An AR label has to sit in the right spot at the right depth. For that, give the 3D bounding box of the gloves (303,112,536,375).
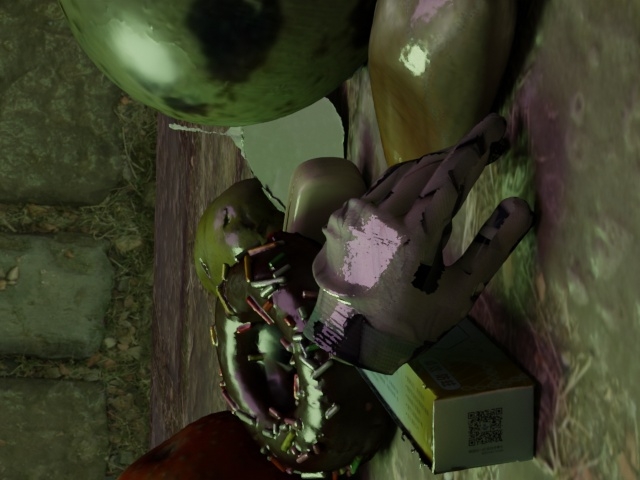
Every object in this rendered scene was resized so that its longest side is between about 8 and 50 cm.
[{"bbox_3d":[0.073,-0.006,1.056,0.127,0.111,0.212,36,104,59],"label":"gloves"}]

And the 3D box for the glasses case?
[{"bbox_3d":[0.000,0.000,1.534,0.050,0.083,0.196,-107,22,-53],"label":"glasses case"}]

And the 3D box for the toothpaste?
[{"bbox_3d":[0.085,0.099,1.166,0.313,0.089,0.071,-132,36,-70],"label":"toothpaste"}]

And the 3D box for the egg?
[{"bbox_3d":[-0.072,-0.317,1.272,0.345,0.345,0.428,-160,85,-76],"label":"egg"}]

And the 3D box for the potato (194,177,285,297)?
[{"bbox_3d":[-0.087,0.010,1.785,0.200,0.137,0.154,120,147,-63],"label":"potato"}]

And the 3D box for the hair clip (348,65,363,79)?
[{"bbox_3d":[0.028,-0.248,1.483,0.195,0.052,0.124,129,133,-62],"label":"hair clip"}]

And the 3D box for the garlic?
[{"bbox_3d":[0.094,-0.151,1.124,0.318,0.112,0.143,90,170,-59],"label":"garlic"}]

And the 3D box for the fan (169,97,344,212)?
[{"bbox_3d":[-0.081,-0.122,1.684,0.310,0.010,0.182,15,115,42],"label":"fan"}]

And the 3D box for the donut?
[{"bbox_3d":[-0.025,0.121,1.454,0.270,0.103,0.269,26,123,49],"label":"donut"}]

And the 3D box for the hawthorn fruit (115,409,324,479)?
[{"bbox_3d":[-0.112,0.335,1.569,0.275,0.300,0.275,16,113,43],"label":"hawthorn fruit"}]
